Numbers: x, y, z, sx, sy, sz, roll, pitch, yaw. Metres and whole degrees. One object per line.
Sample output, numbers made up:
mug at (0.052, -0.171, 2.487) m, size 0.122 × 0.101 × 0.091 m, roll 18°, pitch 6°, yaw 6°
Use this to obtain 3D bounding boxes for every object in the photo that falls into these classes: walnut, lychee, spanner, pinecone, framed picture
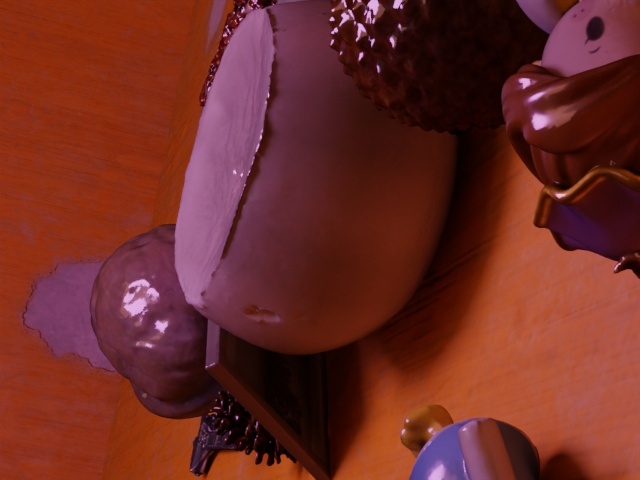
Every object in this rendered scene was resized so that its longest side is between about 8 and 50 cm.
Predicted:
walnut at (-0.148, 0.088, 1.573) m, size 0.248 × 0.248 × 0.248 m, roll -167°, pitch 90°, yaw -76°
lychee at (0.104, -0.166, 0.928) m, size 0.238 × 0.200 × 0.200 m, roll 85°, pitch -174°, yaw -52°
spanner at (-0.138, 0.277, 1.824) m, size 0.325 × 0.026 × 0.093 m, roll 149°, pitch 131°, yaw -70°
pinecone at (-0.062, 0.188, 1.432) m, size 0.102 × 0.109 × 0.102 m, roll 24°, pitch -90°, yaw -83°
framed picture at (-0.051, 0.078, 1.364) m, size 0.016 × 0.213 × 0.289 m, roll -24°, pitch 40°, yaw 19°

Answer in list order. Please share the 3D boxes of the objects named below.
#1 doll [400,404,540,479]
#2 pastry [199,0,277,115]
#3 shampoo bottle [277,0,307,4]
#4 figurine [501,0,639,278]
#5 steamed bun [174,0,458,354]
doll at (0.108, 0.185, 0.792) m, size 0.241 × 0.099 × 0.135 m, roll -104°, pitch 35°, yaw -65°
pastry at (-0.084, -0.241, 1.703) m, size 0.208 × 0.097 × 0.115 m, roll -67°, pitch 28°, yaw 13°
shampoo bottle at (-0.008, -0.209, 1.573) m, size 0.087 × 0.118 × 0.234 m, roll -19°, pitch 54°, yaw 38°
figurine at (0.172, -0.107, 0.731) m, size 0.189 × 0.142 × 0.263 m, roll 65°, pitch -156°, yaw -57°
steamed bun at (0.004, -0.054, 1.185) m, size 0.324 × 0.206 × 0.324 m, roll -166°, pitch 90°, yaw -72°
